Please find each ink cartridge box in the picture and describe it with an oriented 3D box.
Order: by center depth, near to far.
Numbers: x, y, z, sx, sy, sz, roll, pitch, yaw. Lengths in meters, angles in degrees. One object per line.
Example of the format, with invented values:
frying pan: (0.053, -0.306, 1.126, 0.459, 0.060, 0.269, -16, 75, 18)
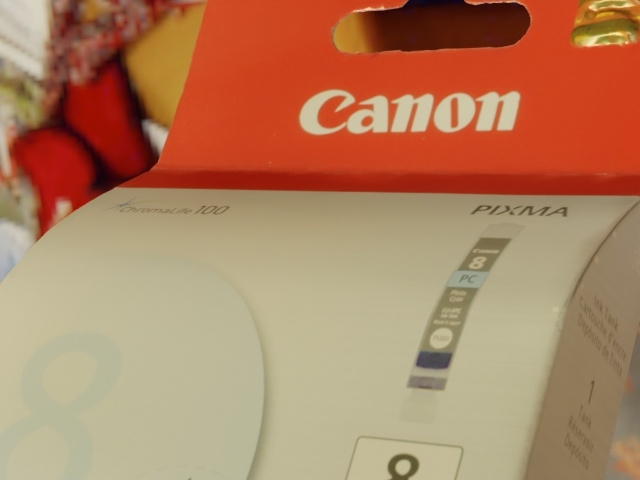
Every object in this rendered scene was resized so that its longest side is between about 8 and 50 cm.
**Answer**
ink cartridge box: (0.000, 0.000, 0.891, 0.308, 0.091, 0.385, 1, 63, 32)
